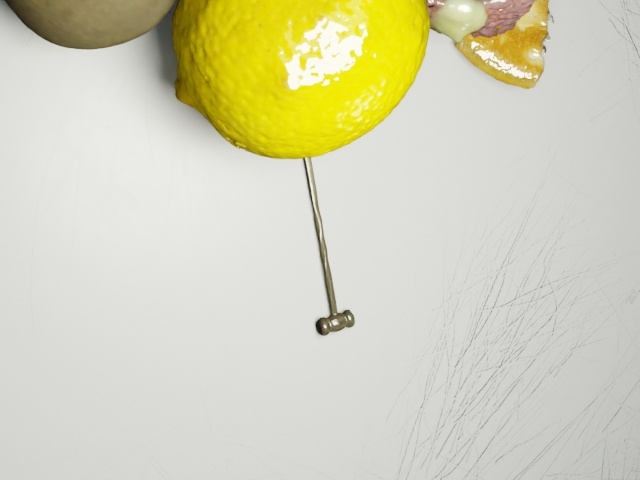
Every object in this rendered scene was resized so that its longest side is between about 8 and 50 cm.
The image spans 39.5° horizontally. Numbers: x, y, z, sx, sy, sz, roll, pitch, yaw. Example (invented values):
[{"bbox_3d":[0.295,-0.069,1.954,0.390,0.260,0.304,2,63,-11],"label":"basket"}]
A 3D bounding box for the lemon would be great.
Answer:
[{"bbox_3d":[-0.024,-0.264,1.146,0.336,0.336,0.336,-4,99,-24],"label":"lemon"}]

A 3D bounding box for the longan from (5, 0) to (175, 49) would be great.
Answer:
[{"bbox_3d":[-0.282,-0.355,1.071,0.248,0.248,0.248,-4,99,-24],"label":"longan"}]

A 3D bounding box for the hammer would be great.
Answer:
[{"bbox_3d":[0.000,0.000,1.353,0.058,0.029,0.292,-15,102,-24],"label":"hammer"}]

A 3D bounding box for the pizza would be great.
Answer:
[{"bbox_3d":[0.303,-0.342,1.413,0.154,0.069,0.194,29,75,2],"label":"pizza"}]

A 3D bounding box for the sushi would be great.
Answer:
[{"bbox_3d":[0.207,-0.403,1.283,0.270,0.171,0.236,12,86,-14],"label":"sushi"}]
